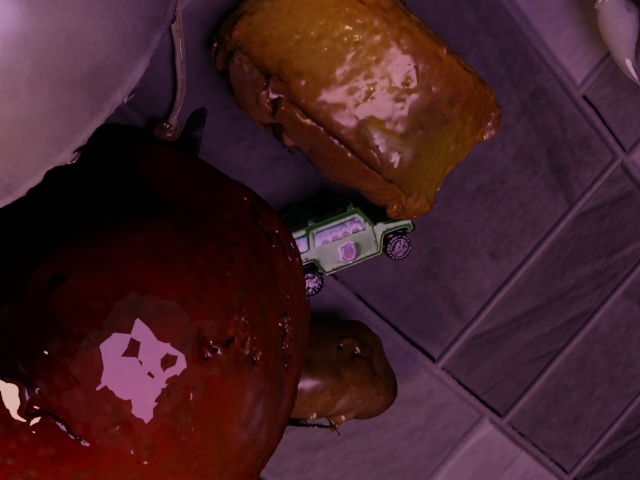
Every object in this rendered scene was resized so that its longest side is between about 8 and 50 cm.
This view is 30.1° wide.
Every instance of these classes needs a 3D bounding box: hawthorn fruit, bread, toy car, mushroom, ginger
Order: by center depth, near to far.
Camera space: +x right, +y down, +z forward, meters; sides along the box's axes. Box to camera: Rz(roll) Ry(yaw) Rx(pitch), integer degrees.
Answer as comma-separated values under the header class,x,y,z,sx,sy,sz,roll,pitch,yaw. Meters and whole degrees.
class,x,y,z,sx,sy,sz,roll,pitch,yaw
hawthorn fruit,-0.154,0.063,0.840,0.316,0.316,0.316,-16,123,-25
mushroom,-0.116,-0.200,0.883,0.026,0.028,0.286,8,118,10
bread,0.048,-0.111,0.957,0.160,0.147,0.260,-49,131,4
toy car,0.000,0.000,1.030,0.165,0.071,0.062,-21,115,-12
ginger,-0.046,0.135,1.065,0.309,0.107,0.133,-13,109,-31

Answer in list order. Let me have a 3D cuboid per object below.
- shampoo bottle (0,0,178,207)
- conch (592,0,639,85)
class,x,y,z,sx,sy,sz,roll,pitch,yaw
shampoo bottle,-0.238,-0.167,0.655,0.273,0.273,0.266,-46,123,-2
conch,0.364,-0.205,1.103,0.149,0.182,0.275,-58,146,-34
